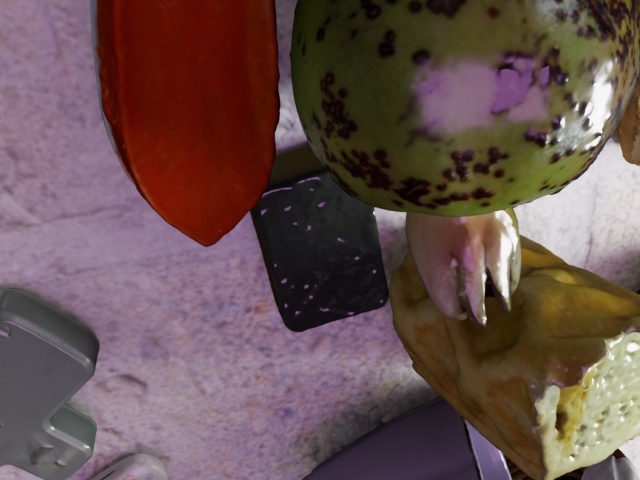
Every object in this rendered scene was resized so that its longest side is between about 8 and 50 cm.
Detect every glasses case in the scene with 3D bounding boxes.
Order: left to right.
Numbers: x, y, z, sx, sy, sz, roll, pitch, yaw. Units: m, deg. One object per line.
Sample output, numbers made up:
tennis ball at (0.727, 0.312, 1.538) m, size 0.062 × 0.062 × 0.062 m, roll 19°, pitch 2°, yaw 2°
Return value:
glasses case at (-0.261, 0.317, 0.881) m, size 0.164 × 0.041 × 0.063 m, roll -34°, pitch 124°, yaw 7°

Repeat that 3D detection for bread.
bread at (0.213, 0.105, 0.740) m, size 0.196 × 0.252 × 0.239 m, roll -36°, pitch 132°, yaw -15°

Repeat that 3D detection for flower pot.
flower pot at (0.113, 0.334, 0.890) m, size 0.243 × 0.265 × 0.265 m, roll -19°, pitch 126°, yaw 14°

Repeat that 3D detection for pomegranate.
pomegranate at (0.115, -0.096, 0.583) m, size 0.285 × 0.285 × 0.341 m, roll -13°, pitch 115°, yaw -8°

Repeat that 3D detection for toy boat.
toy boat at (-0.112, -0.140, 0.597) m, size 0.145 × 0.133 × 0.332 m, roll -9°, pitch 134°, yaw -16°

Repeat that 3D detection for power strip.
power strip at (-0.334, 0.188, 0.768) m, size 0.265 × 0.059 × 0.193 m, roll -43°, pitch 118°, yaw 13°

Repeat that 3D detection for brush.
brush at (0.000, 0.000, 0.747) m, size 0.123 × 0.059 × 0.197 m, roll -18°, pitch 125°, yaw -8°

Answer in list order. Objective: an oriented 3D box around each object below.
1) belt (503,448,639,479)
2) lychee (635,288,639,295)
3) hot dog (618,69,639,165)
belt at (0.294, 0.413, 0.995) m, size 0.338 × 0.217 × 0.122 m, roll -36°, pitch 124°, yaw 0°
lychee at (0.506, 0.133, 0.866) m, size 0.260 × 0.261 × 0.261 m, roll -7°, pitch 123°, yaw -12°
hot dog at (0.355, -0.184, 0.733) m, size 0.092 × 0.062 × 0.236 m, roll -10°, pitch 126°, yaw -10°
